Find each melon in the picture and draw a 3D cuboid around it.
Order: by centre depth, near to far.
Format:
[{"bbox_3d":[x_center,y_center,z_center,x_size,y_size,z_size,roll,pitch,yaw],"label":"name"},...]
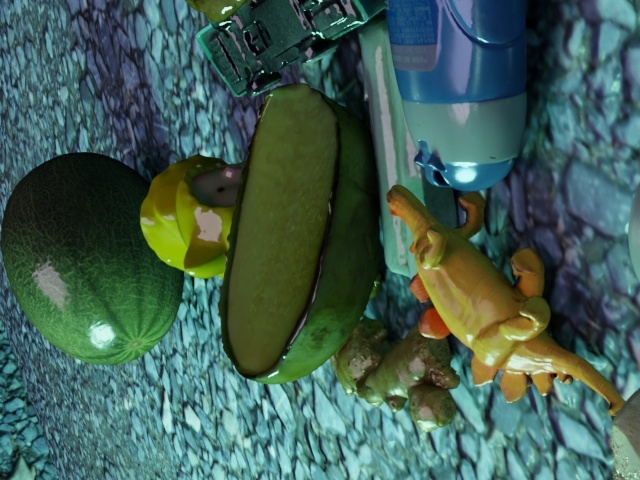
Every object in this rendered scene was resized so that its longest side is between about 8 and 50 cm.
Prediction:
[{"bbox_3d":[-0.307,0.024,1.594,0.301,0.237,0.237,62,152,26],"label":"melon"}]

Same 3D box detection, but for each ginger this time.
[{"bbox_3d":[0.063,0.109,1.085,0.176,0.052,0.193,122,141,-52],"label":"ginger"}]

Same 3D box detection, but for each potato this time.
[{"bbox_3d":[0.000,0.000,1.059,0.160,0.111,0.271,6,84,54],"label":"potato"}]

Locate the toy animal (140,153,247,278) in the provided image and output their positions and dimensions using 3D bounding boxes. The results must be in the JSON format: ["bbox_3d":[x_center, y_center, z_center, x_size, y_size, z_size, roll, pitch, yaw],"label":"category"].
[{"bbox_3d":[-0.112,-0.022,1.265,0.230,0.156,0.156,27,127,60],"label":"toy animal"}]

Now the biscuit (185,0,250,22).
[{"bbox_3d":[-0.029,-0.264,0.911,0.208,0.041,0.290,-38,24,35],"label":"biscuit"}]

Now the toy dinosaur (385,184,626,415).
[{"bbox_3d":[0.135,0.063,0.887,0.288,0.070,0.117,48,145,29],"label":"toy dinosaur"}]

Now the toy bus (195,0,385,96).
[{"bbox_3d":[-0.020,-0.198,1.011,0.091,0.109,0.262,58,155,-11],"label":"toy bus"}]

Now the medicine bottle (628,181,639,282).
[{"bbox_3d":[0.288,0.015,0.492,0.352,0.110,0.110,18,119,61],"label":"medicine bottle"}]

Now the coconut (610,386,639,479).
[{"bbox_3d":[0.234,0.137,0.682,0.124,0.110,0.110,-139,41,-60],"label":"coconut"}]

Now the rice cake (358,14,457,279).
[{"bbox_3d":[0.074,-0.073,0.971,0.085,0.040,0.226,20,121,59],"label":"rice cake"}]

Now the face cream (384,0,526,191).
[{"bbox_3d":[0.094,-0.163,0.828,0.149,0.083,0.264,-151,51,-67],"label":"face cream"}]
